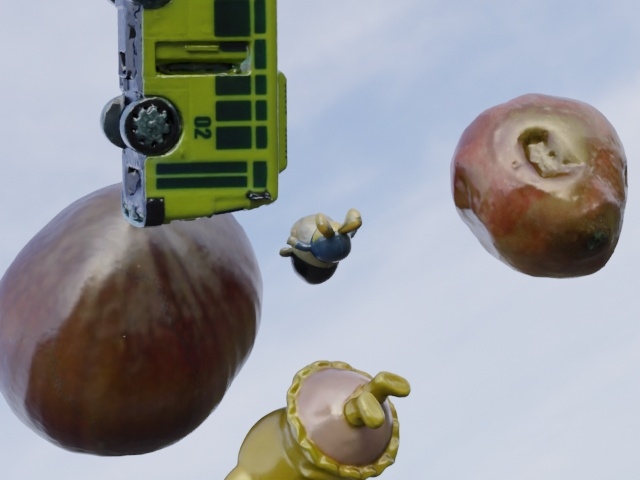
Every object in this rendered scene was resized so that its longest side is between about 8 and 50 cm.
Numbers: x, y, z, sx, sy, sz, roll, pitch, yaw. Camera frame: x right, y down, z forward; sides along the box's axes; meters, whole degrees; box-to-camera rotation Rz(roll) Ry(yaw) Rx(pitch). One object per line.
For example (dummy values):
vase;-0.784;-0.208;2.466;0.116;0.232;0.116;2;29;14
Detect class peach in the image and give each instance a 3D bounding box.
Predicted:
peach;0.273;-0.059;2.026;0.214;0.235;0.214;-16;-47;-18

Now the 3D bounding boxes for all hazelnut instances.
hazelnut;-0.255;0.096;2.317;0.409;0.359;0.359;-60;3;-39

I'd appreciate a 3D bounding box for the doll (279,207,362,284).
doll;0.000;0.000;2.239;0.102;0.089;0.179;-9;-23;-24

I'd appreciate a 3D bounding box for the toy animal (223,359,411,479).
toy animal;-0.001;0.204;1.749;0.156;0.156;0.230;-7;-24;-46

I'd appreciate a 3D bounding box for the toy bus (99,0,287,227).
toy bus;-0.105;-0.146;1.440;0.150;0.262;0.128;-3;7;-16
